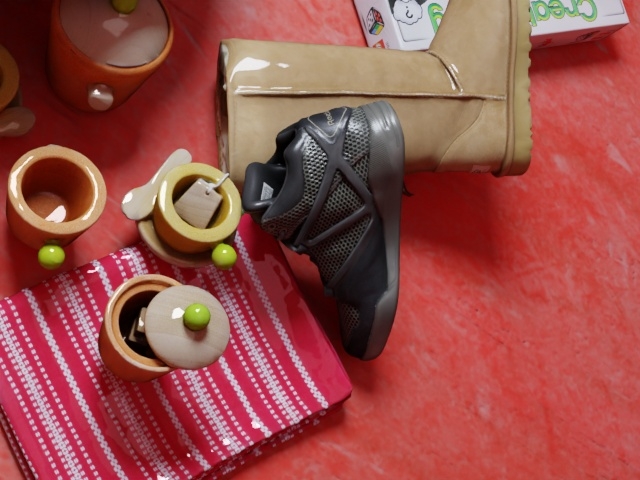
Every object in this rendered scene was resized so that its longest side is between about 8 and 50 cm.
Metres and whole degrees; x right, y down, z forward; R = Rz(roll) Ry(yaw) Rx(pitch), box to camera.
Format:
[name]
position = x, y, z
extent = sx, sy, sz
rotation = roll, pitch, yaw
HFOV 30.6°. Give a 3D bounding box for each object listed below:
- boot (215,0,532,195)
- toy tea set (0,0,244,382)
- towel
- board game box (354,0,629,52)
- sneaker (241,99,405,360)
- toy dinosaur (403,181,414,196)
[boot]
position = 0.045, -0.159, 1.012
extent = 0.269, 0.089, 0.236
rotation = -1, 80, -12
[toy tea set]
position = -0.151, -0.061, 0.876
extent = 0.200, 0.124, 0.336
rotation = -31, 83, -33
[towel]
position = -0.119, 0.097, 0.923
extent = 0.274, 0.031, 0.199
rotation = -24, 87, -32
[board game box]
position = 0.161, -0.284, 1.179
extent = 0.305, 0.053, 0.193
rotation = -13, 82, -31
[sneaker]
position = 0.000, 0.000, 0.959
extent = 0.130, 0.087, 0.228
rotation = -7, 121, -8
[toy dinosaur]
position = 0.075, -0.102, 1.098
extent = 0.082, 0.047, 0.090
rotation = -50, 135, -39
